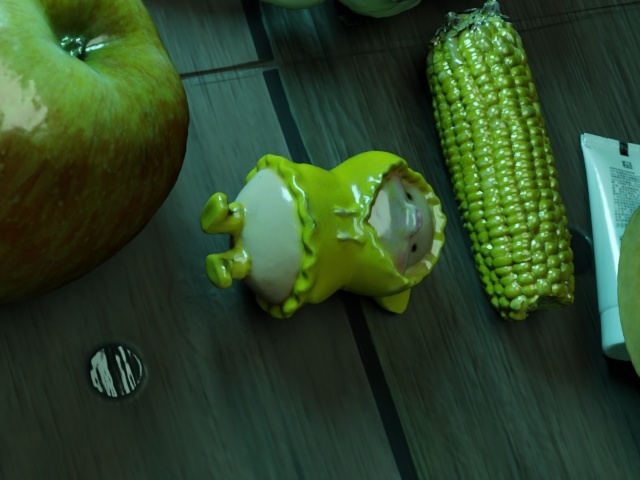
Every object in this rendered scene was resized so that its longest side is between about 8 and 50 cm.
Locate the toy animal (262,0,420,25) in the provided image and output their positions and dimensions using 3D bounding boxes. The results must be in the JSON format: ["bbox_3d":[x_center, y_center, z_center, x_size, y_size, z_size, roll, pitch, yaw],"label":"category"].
[{"bbox_3d":[0.085,-0.293,1.300,0.325,0.208,0.154,-50,137,-39],"label":"toy animal"}]

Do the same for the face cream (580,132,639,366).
[{"bbox_3d":[0.310,0.004,1.387,0.092,0.058,0.243,10,63,-13],"label":"face cream"}]

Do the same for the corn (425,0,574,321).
[{"bbox_3d":[0.173,-0.079,1.321,0.115,0.115,0.318,-6,75,-26],"label":"corn"}]

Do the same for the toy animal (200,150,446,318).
[{"bbox_3d":[0.000,-0.005,1.203,0.230,0.156,0.156,-1,73,-36],"label":"toy animal"}]

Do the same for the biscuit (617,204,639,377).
[{"bbox_3d":[0.439,0.096,1.345,0.351,0.057,0.312,30,58,-11],"label":"biscuit"}]

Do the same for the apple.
[{"bbox_3d":[-0.236,-0.100,1.055,0.277,0.250,0.309,30,60,-12],"label":"apple"}]
